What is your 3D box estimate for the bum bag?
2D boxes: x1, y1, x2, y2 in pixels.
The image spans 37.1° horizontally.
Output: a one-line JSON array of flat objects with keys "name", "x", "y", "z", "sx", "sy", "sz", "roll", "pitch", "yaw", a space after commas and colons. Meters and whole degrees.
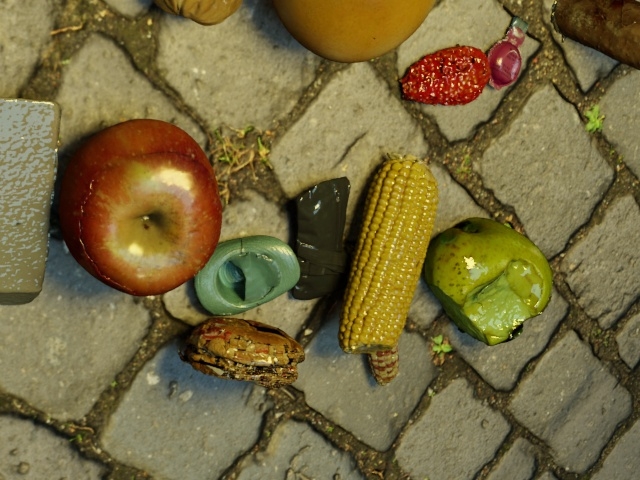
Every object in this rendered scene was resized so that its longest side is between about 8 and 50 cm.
[{"name": "bum bag", "x": 0.000, "y": 0.000, "z": 1.776, "sx": 0.123, "sy": 0.060, "sz": 0.248, "roll": -14, "pitch": 118, "yaw": -27}]

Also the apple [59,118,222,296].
[{"name": "apple", "x": -0.282, "y": -0.052, "z": 1.494, "sx": 0.252, "sy": 0.206, "sz": 0.271, "roll": -24, "pitch": 118, "yaw": -9}]

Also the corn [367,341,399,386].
[{"name": "corn", "x": 0.124, "y": 0.187, "z": 1.921, "sx": 0.080, "sy": 0.079, "sz": 0.237, "roll": -22, "pitch": 120, "yaw": -23}]

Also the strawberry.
[{"name": "strawberry", "x": 0.244, "y": -0.296, "z": 1.791, "sx": 0.188, "sy": 0.082, "sz": 0.121, "roll": -21, "pitch": 122, "yaw": -26}]

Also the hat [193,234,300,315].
[{"name": "hat", "x": -0.134, "y": 0.058, "z": 1.711, "sx": 0.191, "sy": 0.078, "sz": 0.138, "roll": -16, "pitch": 111, "yaw": -4}]

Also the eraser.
[{"name": "eraser", "x": -0.472, "y": -0.051, "z": 1.454, "sx": 0.111, "sy": 0.077, "sz": 0.352, "roll": 1, "pitch": 110, "yaw": -29}]

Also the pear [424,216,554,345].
[{"name": "pear", "x": 0.346, "y": 0.054, "z": 1.952, "sx": 0.238, "sy": 0.164, "sz": 0.255, "roll": -42, "pitch": 124, "yaw": -7}]

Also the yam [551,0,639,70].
[{"name": "yam", "x": 0.578, "y": -0.407, "z": 1.837, "sx": 0.131, "sy": 0.280, "sz": 0.131, "roll": -19, "pitch": 128, "yaw": -26}]

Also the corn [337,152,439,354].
[{"name": "corn", "x": 0.129, "y": 0.030, "z": 1.781, "sx": 0.144, "sy": 0.144, "sz": 0.387, "roll": 14, "pitch": 86, "yaw": -35}]

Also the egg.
[{"name": "egg", "x": 0.059, "y": -0.452, "z": 1.483, "sx": 0.283, "sy": 0.282, "sz": 0.351, "roll": 5, "pitch": 108, "yaw": -33}]

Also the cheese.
[{"name": "cheese", "x": 0.366, "y": -0.365, "z": 1.862, "sx": 0.095, "sy": 0.038, "sz": 0.145, "roll": 23, "pitch": 90, "yaw": -38}]

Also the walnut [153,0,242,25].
[{"name": "walnut", "x": -0.178, "y": -0.420, "z": 1.435, "sx": 0.155, "sy": 0.155, "sz": 0.184, "roll": 8, "pitch": 103, "yaw": -34}]

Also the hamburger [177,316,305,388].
[{"name": "hamburger", "x": -0.138, "y": 0.197, "z": 1.682, "sx": 0.231, "sy": 0.231, "sz": 0.106, "roll": 17, "pitch": 89, "yaw": -36}]
